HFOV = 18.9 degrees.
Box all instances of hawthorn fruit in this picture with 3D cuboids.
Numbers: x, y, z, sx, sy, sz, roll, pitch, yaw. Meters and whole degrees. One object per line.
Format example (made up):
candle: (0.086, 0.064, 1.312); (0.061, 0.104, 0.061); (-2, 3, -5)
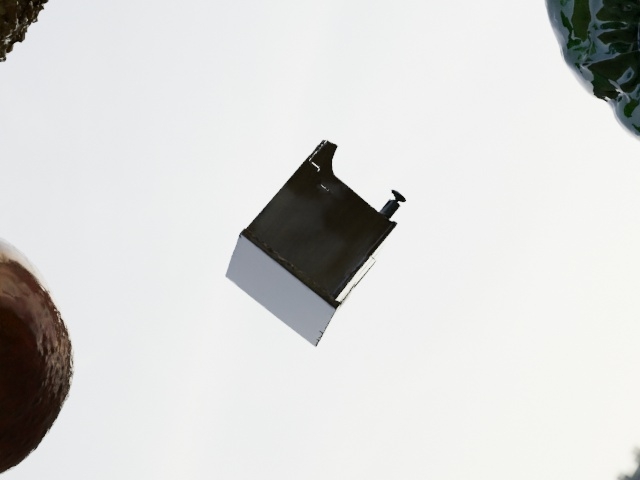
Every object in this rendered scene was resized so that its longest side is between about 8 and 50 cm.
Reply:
hawthorn fruit: (-0.248, 0.072, 1.248); (0.189, 0.189, 0.189); (-47, -25, -30)

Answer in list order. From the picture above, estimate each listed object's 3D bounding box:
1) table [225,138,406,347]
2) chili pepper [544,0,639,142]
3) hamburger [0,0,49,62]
table: (0.000, 0.000, 1.116); (0.082, 0.070, 0.083); (-51, -5, -19)
chili pepper: (0.276, -0.167, 1.178); (0.385, 0.213, 0.167); (-23, -81, -54)
hamburger: (-0.279, -0.161, 1.038); (0.276, 0.179, 0.294); (10, -38, -43)
